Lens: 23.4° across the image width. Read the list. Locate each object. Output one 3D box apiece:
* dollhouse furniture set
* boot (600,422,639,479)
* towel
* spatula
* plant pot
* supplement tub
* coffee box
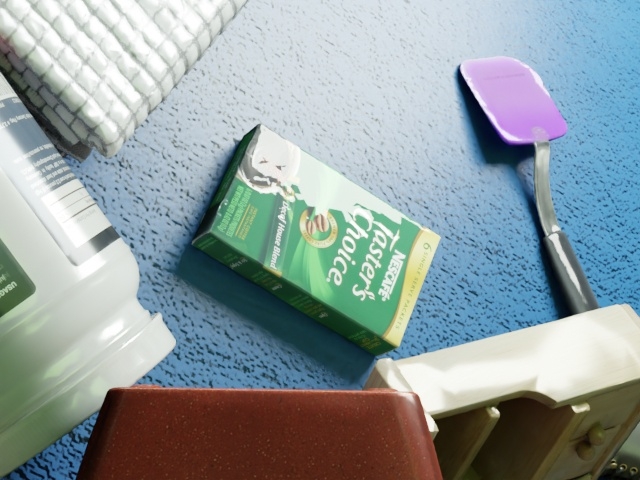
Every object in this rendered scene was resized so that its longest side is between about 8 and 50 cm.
[{"bbox_3d":[0.209,0.258,1.094,0.256,0.362,0.394,-11,52,-32],"label":"dollhouse furniture set"},{"bbox_3d":[0.279,0.215,1.308,0.137,0.077,0.198,2,60,-24],"label":"boot"},{"bbox_3d":[-0.202,-0.219,1.122,0.283,0.121,0.235,46,57,-20],"label":"towel"},{"bbox_3d":[0.203,-0.029,1.360,0.084,0.030,0.296,-12,80,-34],"label":"spatula"},{"bbox_3d":[-0.031,0.209,0.944,0.267,0.267,0.236,1,82,2],"label":"plant pot"},{"bbox_3d":[-0.240,0.007,1.007,0.191,0.191,0.272,-38,94,-32],"label":"supplement tub"},{"bbox_3d":[0.000,0.000,1.231,0.184,0.040,0.113,33,61,-16],"label":"coffee box"}]
